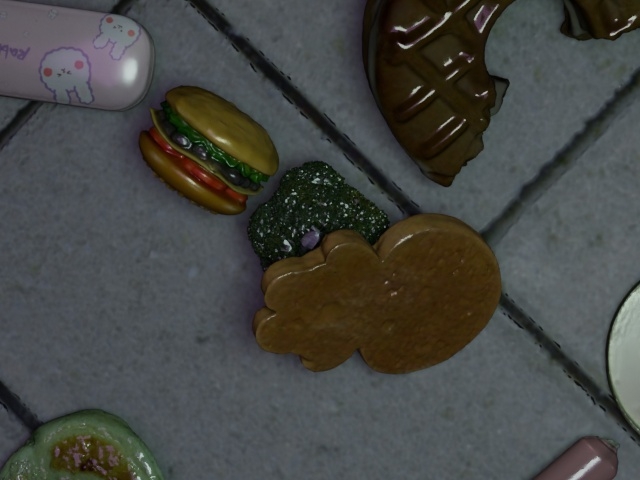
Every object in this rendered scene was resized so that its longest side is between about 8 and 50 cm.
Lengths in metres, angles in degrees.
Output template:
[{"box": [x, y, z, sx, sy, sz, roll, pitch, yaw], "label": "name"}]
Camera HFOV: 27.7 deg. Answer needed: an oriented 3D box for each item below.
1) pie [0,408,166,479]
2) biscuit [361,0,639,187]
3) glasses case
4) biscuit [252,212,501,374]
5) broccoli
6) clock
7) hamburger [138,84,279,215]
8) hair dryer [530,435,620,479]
[{"box": [-0.273, 0.321, 1.524, 0.240, 0.054, 0.240, 0, 91, 9], "label": "pie"}, {"box": [0.201, -0.250, 1.388, 0.366, 0.115, 0.268, -39, 118, 4], "label": "biscuit"}, {"box": [-0.339, -0.220, 1.518, 0.296, 0.075, 0.113, 8, 93, 8], "label": "glasses case"}, {"box": [0.064, 0.063, 1.412, 0.288, 0.044, 0.202, -5, 124, -19], "label": "biscuit"}, {"box": [0.000, 0.000, 1.444, 0.162, 0.138, 0.146, 44, 94, 1], "label": "broccoli"}, {"box": [0.435, 0.130, 1.444, 0.235, 0.029, 0.235, 0, 90, 7], "label": "clock"}, {"box": [-0.125, -0.101, 1.452, 0.162, 0.162, 0.115, 37, 97, 6], "label": "hamburger"}, {"box": [0.211, 0.355, 1.438, 0.352, 0.125, 0.210, -40, 86, -1], "label": "hair dryer"}]
